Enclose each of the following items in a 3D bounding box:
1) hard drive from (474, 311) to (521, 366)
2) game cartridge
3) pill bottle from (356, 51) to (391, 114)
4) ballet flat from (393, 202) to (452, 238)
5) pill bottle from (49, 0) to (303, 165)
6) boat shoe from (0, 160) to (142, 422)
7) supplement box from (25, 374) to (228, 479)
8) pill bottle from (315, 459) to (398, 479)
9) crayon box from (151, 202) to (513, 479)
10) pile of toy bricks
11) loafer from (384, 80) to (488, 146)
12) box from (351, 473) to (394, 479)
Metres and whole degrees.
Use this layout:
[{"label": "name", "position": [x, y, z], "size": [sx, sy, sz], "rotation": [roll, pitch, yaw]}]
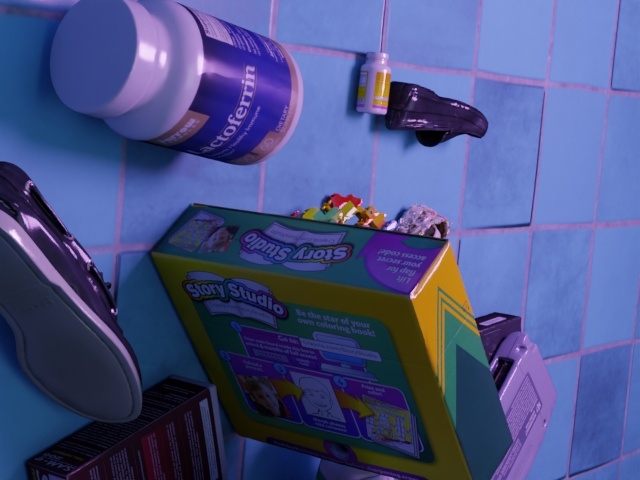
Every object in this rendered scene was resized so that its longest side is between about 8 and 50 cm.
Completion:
[{"label": "hard drive", "position": [0.237, 0.301, 2.099], "size": [0.237, 0.064, 0.339], "rotation": [-13, 107, -51]}, {"label": "game cartridge", "position": [0.288, 0.317, 2.075], "size": [0.294, 0.060, 0.196], "rotation": [-56, 134, -29]}, {"label": "pill bottle", "position": [0.074, -0.216, 1.782], "size": [0.043, 0.043, 0.083], "rotation": [2, 97, -53]}, {"label": "ballet flat", "position": [0.120, 0.052, 1.876], "size": [0.091, 0.077, 0.241], "rotation": [46, 62, -48]}, {"label": "pill bottle", "position": [-0.152, -0.174, 1.398], "size": [0.264, 0.153, 0.153], "rotation": [10, 89, -53]}, {"label": "boat shoe", "position": [-0.268, 0.055, 1.324], "size": [0.340, 0.127, 0.113], "rotation": [57, 30, -39]}, {"label": "supplement box", "position": [-0.214, 0.262, 1.476], "size": [0.239, 0.073, 0.130], "rotation": [-28, 119, -48]}, {"label": "pill bottle", "position": [0.080, 0.384, 1.735], "size": [0.204, 0.204, 0.361], "rotation": [-1, 110, -53]}, {"label": "crayon box", "position": [0.014, 0.123, 1.508], "size": [0.106, 0.362, 0.313], "rotation": [-50, 134, -36]}, {"label": "pile of toy bricks", "position": [0.000, 0.000, 1.698], "size": [0.212, 0.118, 0.105], "rotation": [-44, 98, -28]}, {"label": "loafer", "position": [0.166, -0.174, 1.895], "size": [0.223, 0.076, 0.078], "rotation": [11, 94, -49]}, {"label": "box", "position": [-0.069, 0.395, 1.533], "size": [0.322, 0.058, 0.232], "rotation": [-41, 159, 23]}]
